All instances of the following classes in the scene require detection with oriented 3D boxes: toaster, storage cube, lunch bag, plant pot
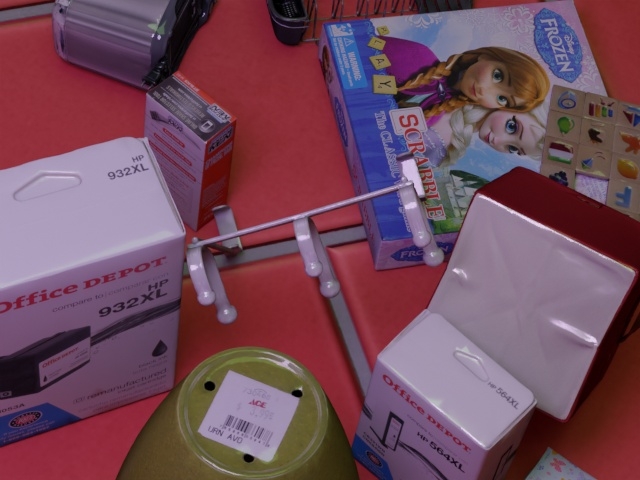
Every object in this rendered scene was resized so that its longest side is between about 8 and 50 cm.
[{"bbox_3d":[-0.219,-0.271,2.232,0.146,0.129,0.227,17,58,9],"label":"toaster"},{"bbox_3d":[0.232,0.051,1.987,0.215,0.184,0.193,28,17,13],"label":"storage cube"},{"bbox_3d":[0.239,0.269,1.969,0.071,0.053,0.083,32,49,12],"label":"lunch bag"},{"bbox_3d":[-0.073,0.234,1.806,0.274,0.293,0.275,3,56,-5],"label":"plant pot"}]

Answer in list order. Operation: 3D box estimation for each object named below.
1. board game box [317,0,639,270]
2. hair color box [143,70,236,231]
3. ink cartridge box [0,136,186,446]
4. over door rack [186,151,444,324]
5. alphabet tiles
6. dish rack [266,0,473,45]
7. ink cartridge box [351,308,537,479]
[{"bbox_3d":[0.184,-0.130,2.221,0.318,0.066,0.319,-7,58,-12],"label":"board game box"},{"bbox_3d":[-0.147,-0.097,2.096,0.093,0.167,0.053,40,60,18],"label":"hair color box"},{"bbox_3d":[-0.261,0.058,1.892,0.223,0.307,0.129,-17,60,-17],"label":"ink cartridge box"},{"bbox_3d":[0.000,0.000,1.960,0.239,0.324,0.108,-15,97,4],"label":"over door rack"},{"bbox_3d":[0.368,-0.075,2.166,0.237,0.009,0.198,14,55,-2],"label":"alphabet tiles"},{"bbox_3d":[0.052,-0.337,2.341,0.271,0.074,0.208,-7,58,-12],"label":"dish rack"},{"bbox_3d":[0.120,0.187,1.917,0.148,0.203,0.086,39,60,19],"label":"ink cartridge box"}]
